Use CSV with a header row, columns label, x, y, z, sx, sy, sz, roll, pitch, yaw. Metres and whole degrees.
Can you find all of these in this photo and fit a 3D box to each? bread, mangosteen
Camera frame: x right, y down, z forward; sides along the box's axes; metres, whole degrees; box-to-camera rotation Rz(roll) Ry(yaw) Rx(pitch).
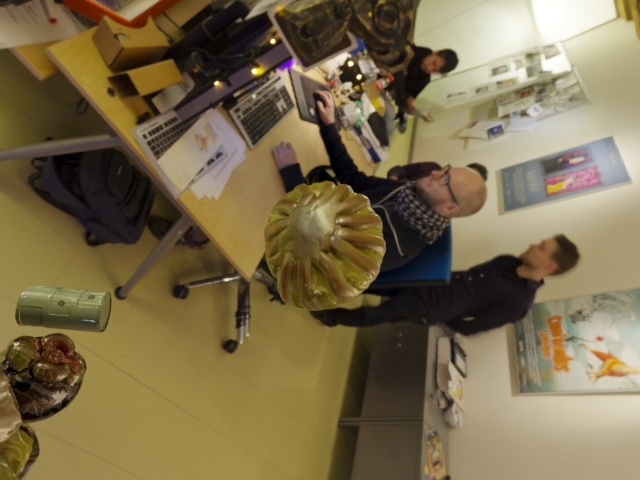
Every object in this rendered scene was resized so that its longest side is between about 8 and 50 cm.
label,x,y,z,sx,sy,sz,roll,pitch,yaw
bread,0.000,0.000,0.635,0.105,0.213,0.213,52,35,-56
mangosteen,-0.646,0.311,0.938,0.210,0.209,0.210,31,51,-48

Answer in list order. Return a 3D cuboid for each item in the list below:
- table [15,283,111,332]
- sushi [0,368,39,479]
label,x,y,z,sx,sy,sz,roll,pitch,yaw
table,-0.765,0.206,1.236,0.220,0.126,0.126,8,63,-12
sushi,-0.426,0.169,0.286,0.328,0.328,0.285,-98,-176,-53
